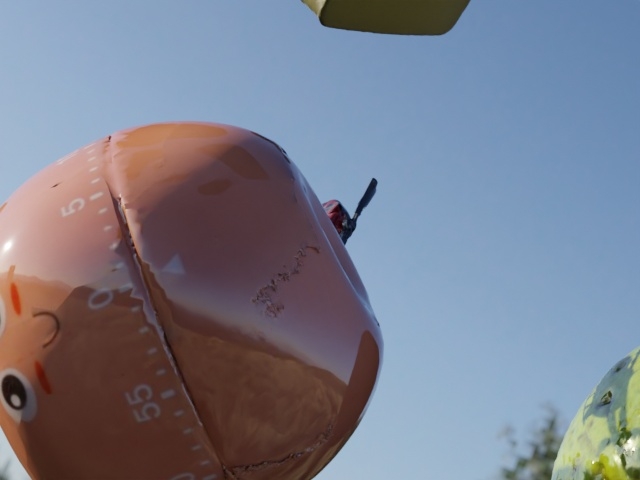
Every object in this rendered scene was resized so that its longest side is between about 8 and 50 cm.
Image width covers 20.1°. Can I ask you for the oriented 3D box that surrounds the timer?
[{"bbox_3d":[-0.085,0.051,1.017,0.229,0.215,0.229,62,5,-8],"label":"timer"}]

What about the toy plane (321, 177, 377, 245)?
[{"bbox_3d":[0.000,0.000,1.377,0.060,0.145,0.037,-17,-71,29],"label":"toy plane"}]

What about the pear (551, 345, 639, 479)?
[{"bbox_3d":[0.347,0.223,1.354,0.391,0.391,0.391,22,-11,4],"label":"pear"}]

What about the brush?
[{"bbox_3d":[0.076,-0.265,1.747,0.197,0.123,0.059,-2,39,-45],"label":"brush"}]
